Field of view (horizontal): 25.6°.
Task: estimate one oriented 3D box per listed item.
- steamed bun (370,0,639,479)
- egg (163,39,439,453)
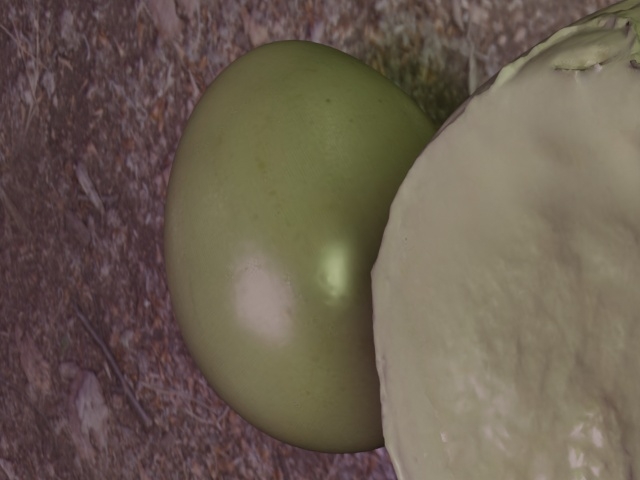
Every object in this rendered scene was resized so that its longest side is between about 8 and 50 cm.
[{"bbox_3d":[0.180,0.051,0.591,0.324,0.206,0.324,21,118,47],"label":"steamed bun"},{"bbox_3d":[0.000,0.000,0.833,0.188,0.188,0.254,-37,65,51],"label":"egg"}]
